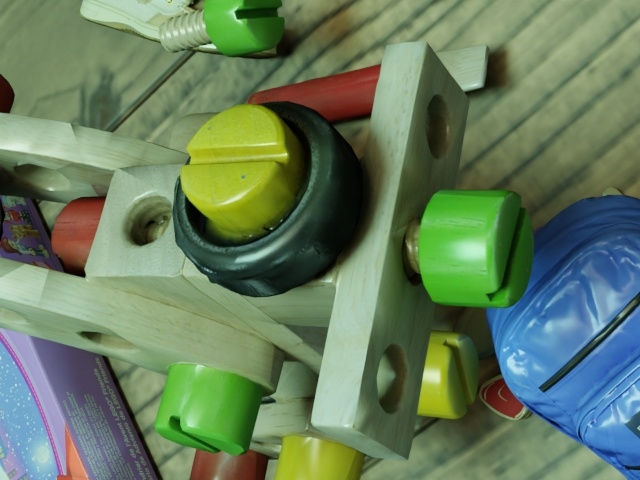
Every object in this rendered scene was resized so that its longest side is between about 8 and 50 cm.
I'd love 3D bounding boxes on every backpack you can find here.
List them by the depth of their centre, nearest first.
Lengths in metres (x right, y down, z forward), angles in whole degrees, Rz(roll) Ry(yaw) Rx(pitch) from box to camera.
[{"bbox_3d":[0.130,0.043,0.467,0.120,0.101,0.098,40,104,-9],"label":"backpack"}]

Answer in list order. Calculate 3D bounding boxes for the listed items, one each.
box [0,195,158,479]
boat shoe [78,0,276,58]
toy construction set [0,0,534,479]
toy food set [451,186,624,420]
[{"bbox_3d":[-0.217,0.110,0.714,0.201,0.057,0.293,-37,69,24],"label":"box"},{"bbox_3d":[-0.078,-0.130,0.654,0.135,0.050,0.045,20,102,31],"label":"boat shoe"},{"bbox_3d":[0.000,0.000,0.470,0.237,0.309,0.257,-8,127,34],"label":"toy construction set"},{"bbox_3d":[0.108,0.037,0.547,0.122,0.019,0.078,-50,64,18],"label":"toy food set"}]
